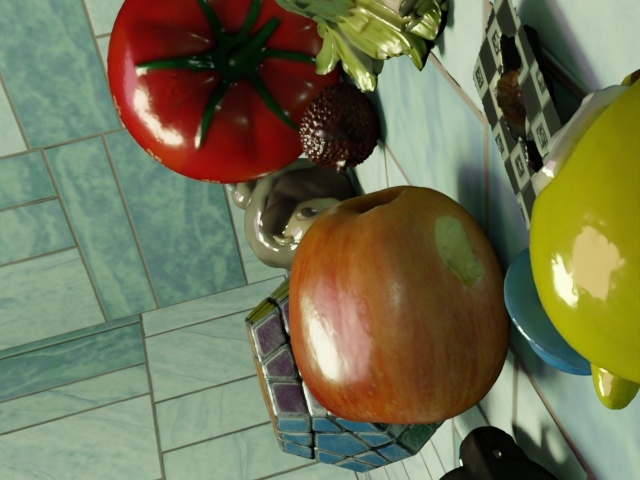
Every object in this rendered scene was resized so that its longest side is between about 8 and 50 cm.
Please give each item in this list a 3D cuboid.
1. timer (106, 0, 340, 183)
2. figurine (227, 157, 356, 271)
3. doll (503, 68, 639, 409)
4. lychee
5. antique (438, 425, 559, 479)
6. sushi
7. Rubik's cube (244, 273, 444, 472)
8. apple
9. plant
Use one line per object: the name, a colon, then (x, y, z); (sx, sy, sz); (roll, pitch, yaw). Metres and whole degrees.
timer: (-0.157, -0.281, 1.444); (0.279, 0.378, 0.378); (-179, 74, -75)
figurine: (0.001, 0.000, 1.562); (0.380, 0.248, 0.203); (55, 142, 39)
doll: (0.179, -0.006, 0.475); (0.363, 0.145, 0.199); (67, -138, -80)
lychee: (0.031, -0.167, 1.294); (0.123, 0.123, 0.129); (177, 113, -83)
antique: (0.183, 0.352, 0.883); (0.255, 0.185, 0.322); (111, 148, -80)
sushi: (0.172, -0.088, 0.686); (0.139, 0.031, 0.201); (92, 165, -67)
Rubik's cube: (0.046, 0.155, 1.200); (0.319, 0.319, 0.264); (86, -167, -55)
apple: (0.078, 0.064, 0.924); (0.242, 0.242, 0.241); (162, 95, -83)
plant: (0.017, -0.283, 0.898); (0.261, 0.297, 0.306); (32, 129, 33)
